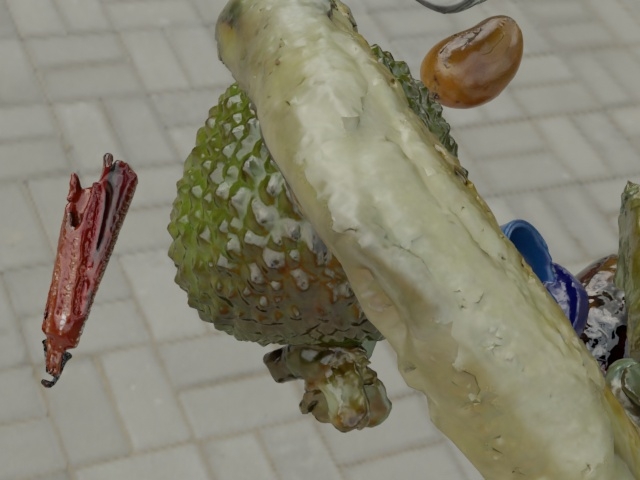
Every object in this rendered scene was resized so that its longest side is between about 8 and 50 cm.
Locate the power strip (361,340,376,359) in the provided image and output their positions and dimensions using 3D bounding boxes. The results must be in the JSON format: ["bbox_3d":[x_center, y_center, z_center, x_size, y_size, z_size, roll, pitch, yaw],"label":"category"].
[{"bbox_3d":[0.068,0.016,1.685,0.093,0.288,0.053,19,2,-40],"label":"power strip"}]

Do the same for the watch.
[{"bbox_3d":[0.236,0.082,1.622,0.200,0.171,0.196,37,35,-46],"label":"watch"}]

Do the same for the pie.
[{"bbox_3d":[0.060,0.025,0.562,0.077,0.339,0.339,-33,58,0],"label":"pie"}]

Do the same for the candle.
[{"bbox_3d":[-0.297,0.038,1.584,0.084,0.059,0.302,12,86,18],"label":"candle"}]

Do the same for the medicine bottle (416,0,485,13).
[{"bbox_3d":[0.252,-0.424,1.574,0.332,0.190,0.190,-29,61,-28],"label":"medicine bottle"}]

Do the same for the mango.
[{"bbox_3d":[0.211,-0.239,1.712,0.159,0.084,0.105,-34,88,-3],"label":"mango"}]

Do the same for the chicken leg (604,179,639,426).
[{"bbox_3d":[0.267,0.070,0.907,0.201,0.152,0.429,62,27,-5],"label":"chicken leg"}]

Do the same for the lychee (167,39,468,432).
[{"bbox_3d":[0.001,-0.012,1.092,0.270,0.320,0.270,25,2,-1],"label":"lychee"}]

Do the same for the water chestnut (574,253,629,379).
[{"bbox_3d":[0.389,0.173,1.919,0.302,0.350,0.350,36,47,13],"label":"water chestnut"}]
